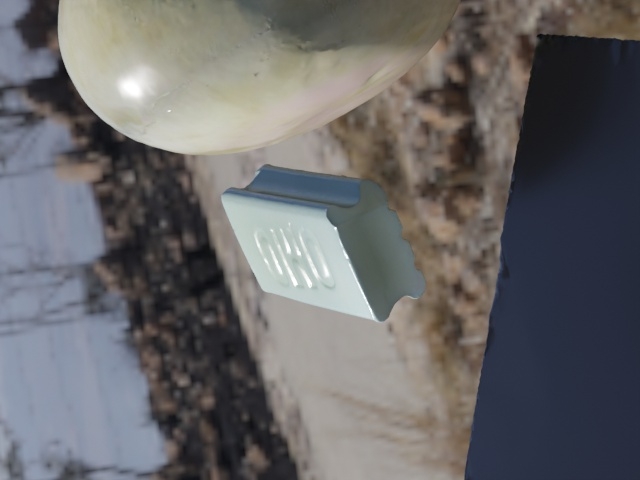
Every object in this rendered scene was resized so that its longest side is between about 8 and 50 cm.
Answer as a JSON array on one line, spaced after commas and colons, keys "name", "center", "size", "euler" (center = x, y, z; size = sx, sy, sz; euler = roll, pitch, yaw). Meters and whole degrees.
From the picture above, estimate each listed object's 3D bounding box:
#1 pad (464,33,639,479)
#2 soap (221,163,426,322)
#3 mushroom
[{"name": "pad", "center": [0.178, 0.039, 0.740], "size": [0.367, 0.007, 0.248], "euler": [15, 95, 60]}, {"name": "soap", "center": [0.000, 0.000, 1.591], "size": [0.198, 0.066, 0.119], "euler": [11, 131, 57]}, {"name": "mushroom", "center": [-0.037, -0.162, 1.031], "size": [0.246, 0.246, 0.202], "euler": [158, 96, -78]}]
